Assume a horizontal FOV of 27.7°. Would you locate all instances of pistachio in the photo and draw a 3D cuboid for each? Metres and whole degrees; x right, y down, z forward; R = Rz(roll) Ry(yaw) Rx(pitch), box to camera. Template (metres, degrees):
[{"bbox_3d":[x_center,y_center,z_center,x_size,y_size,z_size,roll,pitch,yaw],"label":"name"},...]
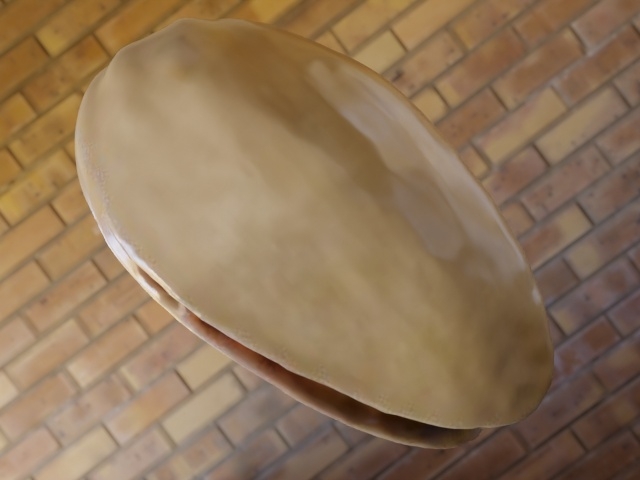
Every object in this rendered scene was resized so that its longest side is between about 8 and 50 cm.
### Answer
[{"bbox_3d":[0.000,0.000,0.761,0.193,0.318,0.214,-45,6,47],"label":"pistachio"}]
